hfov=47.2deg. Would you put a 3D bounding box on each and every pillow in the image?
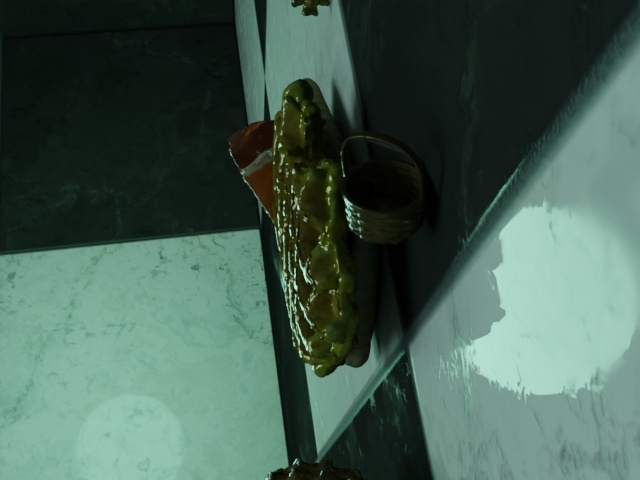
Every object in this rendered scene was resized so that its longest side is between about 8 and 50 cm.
[{"bbox_3d":[-0.072,0.019,1.561,0.208,0.055,0.141,-107,22,-51],"label":"pillow"}]

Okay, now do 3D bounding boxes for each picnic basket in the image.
[{"bbox_3d":[0.048,-0.045,0.546,0.072,0.072,0.083,-104,2,-45],"label":"picnic basket"}]

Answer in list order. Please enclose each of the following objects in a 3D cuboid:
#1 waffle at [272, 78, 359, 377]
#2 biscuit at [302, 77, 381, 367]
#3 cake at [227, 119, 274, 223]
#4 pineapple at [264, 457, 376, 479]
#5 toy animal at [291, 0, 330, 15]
[{"bbox_3d":[-0.012,-0.008,0.759,0.282,0.058,0.301,100,161,-57],"label":"waffle"},{"bbox_3d":[0.016,-0.031,0.872,0.325,0.044,0.217,-109,17,-50],"label":"biscuit"},{"bbox_3d":[-0.035,-0.061,1.141,0.287,0.135,0.098,65,168,-3],"label":"cake"},{"bbox_3d":[0.015,0.297,0.593,0.362,0.201,0.202,146,118,-79],"label":"pineapple"},{"bbox_3d":[-0.014,-0.393,0.813,0.149,0.054,0.276,-112,17,-72],"label":"toy animal"}]
